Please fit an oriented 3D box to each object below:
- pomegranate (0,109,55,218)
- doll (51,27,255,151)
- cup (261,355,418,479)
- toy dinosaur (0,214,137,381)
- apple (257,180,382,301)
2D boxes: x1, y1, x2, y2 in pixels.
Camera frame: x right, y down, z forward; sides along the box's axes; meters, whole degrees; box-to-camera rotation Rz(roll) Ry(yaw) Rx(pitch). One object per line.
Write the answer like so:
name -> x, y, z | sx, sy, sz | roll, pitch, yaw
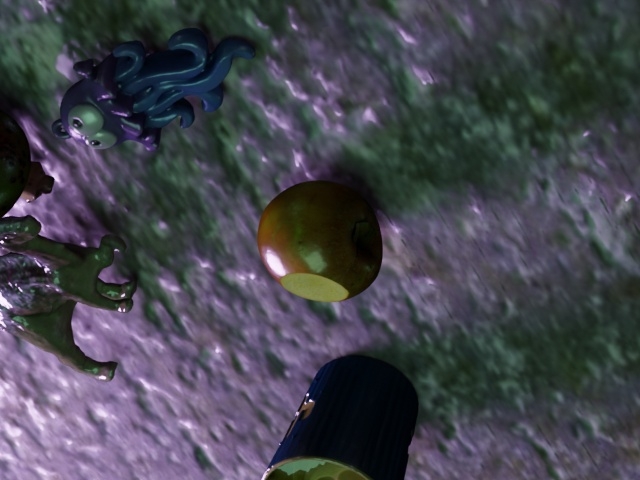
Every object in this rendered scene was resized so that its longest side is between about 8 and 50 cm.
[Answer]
pomegranate -> -0.319, -0.071, 1.653 | 0.130, 0.130, 0.130 | 10, 131, 12
doll -> -0.150, -0.131, 1.570 | 0.206, 0.067, 0.110 | -24, 127, 22
cup -> 0.016, 0.212, 1.739 | 0.131, 0.155, 0.176 | 31, 134, -8
toy dinosaur -> -0.259, 0.046, 1.725 | 0.162, 0.077, 0.294 | 13, 145, -6
apple -> 0.000, 0.000, 1.604 | 0.102, 0.099, 0.114 | -6, 153, 34
